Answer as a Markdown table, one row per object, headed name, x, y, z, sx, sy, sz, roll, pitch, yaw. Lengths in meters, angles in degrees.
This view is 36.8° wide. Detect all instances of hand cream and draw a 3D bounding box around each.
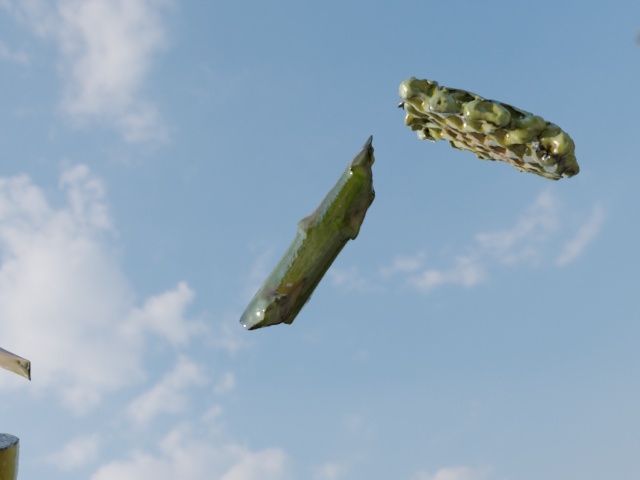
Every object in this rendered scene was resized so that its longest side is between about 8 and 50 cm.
| name | x | y | z | sx | sy | sz | roll | pitch | yaw |
| --- | --- | --- | --- | --- | --- | --- | --- | --- | --- |
| hand cream | -0.634 | 0.234 | 1.901 | 0.039 | 0.143 | 0.061 | -55 | -17 | -50 |

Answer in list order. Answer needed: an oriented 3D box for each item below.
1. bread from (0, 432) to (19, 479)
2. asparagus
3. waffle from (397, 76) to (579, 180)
| name | x | y | z | sx | sy | sz | roll | pitch | yaw |
| --- | --- | --- | --- | --- | --- | --- | --- | --- | --- |
| bread | -0.488 | 0.334 | 1.197 | 0.158 | 0.156 | 0.260 | 1 | -1 | 16 |
| asparagus | 0.000 | 0.000 | 1.434 | 0.085 | 0.082 | 0.343 | 34 | -85 | -9 |
| waffle | 0.264 | -0.170 | 1.497 | 0.073 | 0.297 | 0.317 | -68 | -14 | 0 |
